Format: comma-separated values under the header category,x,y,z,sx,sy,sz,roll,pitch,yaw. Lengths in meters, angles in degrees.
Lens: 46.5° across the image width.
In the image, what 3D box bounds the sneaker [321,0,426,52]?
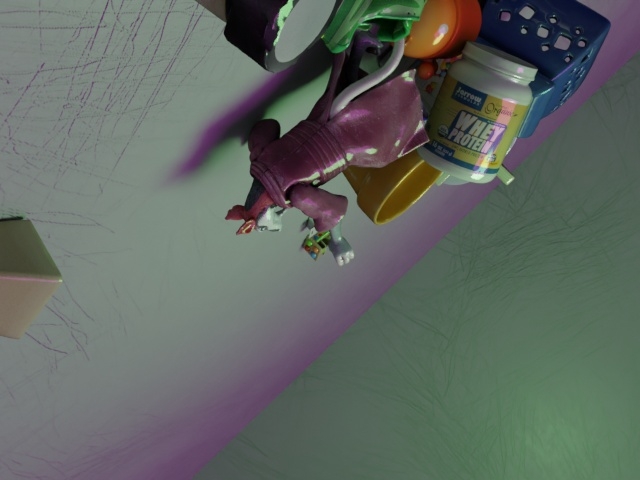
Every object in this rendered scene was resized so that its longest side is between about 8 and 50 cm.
category,x,y,z,sx,sy,sz,roll,pitch,yaw
sneaker,0.099,-0.339,1.018,0.296,0.123,0.109,-31,-167,-22

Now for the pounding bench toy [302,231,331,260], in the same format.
category,x,y,z,sx,sy,sz,roll,pitch,yaw
pounding bench toy,0.000,0.000,1.818,0.065,0.052,0.083,-33,161,-33

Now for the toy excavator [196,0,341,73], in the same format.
category,x,y,z,sx,sy,sz,roll,pitch,yaw
toy excavator,0.012,-0.356,0.696,0.445,0.222,0.433,-47,168,-23

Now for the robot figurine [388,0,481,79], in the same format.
category,x,y,z,sx,sy,sz,roll,pitch,yaw
robot figurine,0.181,-0.356,1.206,0.219,0.128,0.158,-19,151,-56

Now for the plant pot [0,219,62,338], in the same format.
category,x,y,z,sx,sy,sz,roll,pitch,yaw
plant pot,-0.392,0.042,0.881,0.109,0.109,0.096,-49,150,18

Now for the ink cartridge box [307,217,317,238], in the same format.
category,x,y,z,sx,sy,sz,roll,pitch,yaw
ink cartridge box,-0.003,-0.046,1.735,0.083,0.028,0.048,-37,163,-23

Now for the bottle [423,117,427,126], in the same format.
category,x,y,z,sx,sy,sz,roll,pitch,yaw
bottle,0.231,-0.233,1.569,0.118,0.092,0.283,-51,155,-19

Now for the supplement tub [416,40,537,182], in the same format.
category,x,y,z,sx,sy,sz,roll,pitch,yaw
supplement tub,0.256,-0.210,1.222,0.144,0.144,0.199,-19,134,-57

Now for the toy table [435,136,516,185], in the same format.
category,x,y,z,sx,sy,sz,roll,pitch,yaw
toy table,0.377,-0.245,1.830,0.274,0.252,0.161,-58,178,17

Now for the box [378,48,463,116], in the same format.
category,x,y,z,sx,sy,sz,roll,pitch,yaw
box,0.220,-0.301,1.333,0.145,0.186,0.038,-44,178,2

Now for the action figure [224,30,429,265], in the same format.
category,x,y,z,sx,sy,sz,roll,pitch,yaw
action figure,0.007,-0.136,1.131,0.370,0.248,0.275,-43,164,-14

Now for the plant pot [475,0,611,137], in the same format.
category,x,y,z,sx,sy,sz,roll,pitch,yaw
plant pot,0.396,-0.355,1.485,0.212,0.236,0.236,-51,166,-15

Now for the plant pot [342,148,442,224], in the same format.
category,x,y,z,sx,sy,sz,roll,pitch,yaw
plant pot,0.116,-0.166,1.424,0.205,0.188,0.205,-39,164,-13
